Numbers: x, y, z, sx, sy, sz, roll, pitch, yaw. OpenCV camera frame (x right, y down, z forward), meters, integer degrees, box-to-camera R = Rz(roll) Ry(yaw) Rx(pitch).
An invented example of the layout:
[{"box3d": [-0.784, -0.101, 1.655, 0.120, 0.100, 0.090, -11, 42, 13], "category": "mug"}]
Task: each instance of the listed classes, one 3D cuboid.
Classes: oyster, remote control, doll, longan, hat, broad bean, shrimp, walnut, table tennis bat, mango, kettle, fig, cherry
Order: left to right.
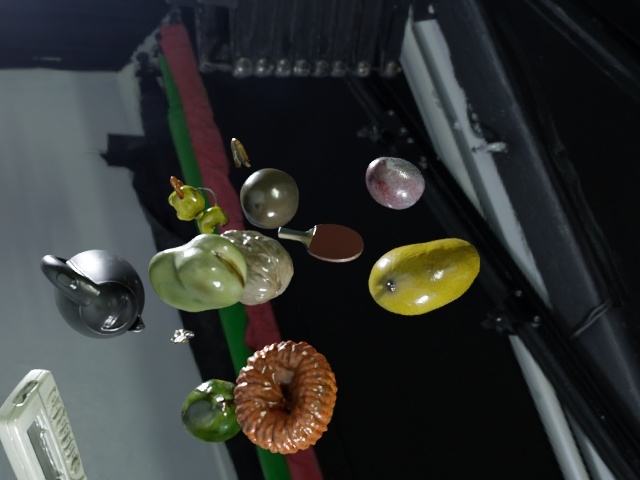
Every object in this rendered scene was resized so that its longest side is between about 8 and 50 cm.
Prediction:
[{"box3d": [-0.354, 0.274, 0.755, 0.090, 0.049, 0.230, -73, 166, -57], "category": "remote control"}, {"box3d": [-0.541, 0.123, 1.392, 0.207, 0.268, 0.290, -55, -157, -10], "category": "kettle"}, {"box3d": [-0.333, 0.230, 1.424, 0.083, 0.054, 0.019, -112, -163, -74], "category": "oyster"}, {"box3d": [-0.398, -0.114, 1.871, 0.221, 0.135, 0.143, 50, 4, -15], "category": "doll"}, {"box3d": [-0.248, 0.074, 1.208, 0.263, 0.189, 0.121, -19, -137, 50], "category": "broad bean"}, {"box3d": [-0.305, 0.501, 1.718, 0.245, 0.195, 0.196, 151, -75, -67], "category": "fig"}, {"box3d": [-0.233, -0.241, 1.726, 0.127, 0.025, 0.091, 55, -28, 39], "category": "shrimp"}, {"box3d": [-0.172, 0.057, 1.391, 0.230, 0.178, 0.178, 25, -59, 30], "category": "walnut"}, {"box3d": [-0.161, -0.132, 1.877, 0.220, 0.196, 0.197, 55, 20, -82], "category": "longan"}, {"box3d": [-0.090, 0.457, 1.637, 0.285, 0.285, 0.400, 61, -12, 26], "category": "hat"}, {"box3d": [0.000, 0.000, 1.494, 0.130, 0.220, 0.019, -71, 170, -47], "category": "table tennis bat"}, {"box3d": [0.206, -0.161, 1.652, 0.176, 0.176, 0.140, 31, -79, 49], "category": "cherry"}, {"box3d": [0.233, 0.065, 1.236, 0.195, 0.331, 0.142, -11, -85, 46], "category": "mango"}]
